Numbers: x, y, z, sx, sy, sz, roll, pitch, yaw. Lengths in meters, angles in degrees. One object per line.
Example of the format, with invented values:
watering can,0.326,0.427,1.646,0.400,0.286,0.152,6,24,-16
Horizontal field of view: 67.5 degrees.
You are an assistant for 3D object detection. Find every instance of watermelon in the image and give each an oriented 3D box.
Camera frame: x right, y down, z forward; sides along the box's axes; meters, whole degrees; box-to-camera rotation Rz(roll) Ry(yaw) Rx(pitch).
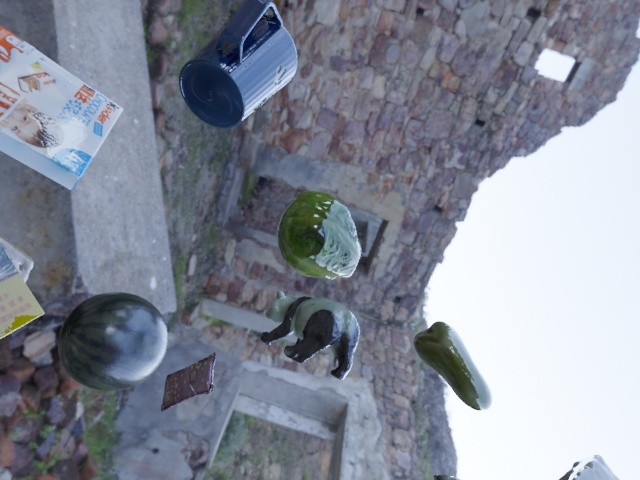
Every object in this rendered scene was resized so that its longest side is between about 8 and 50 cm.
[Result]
watermelon,-0.428,0.209,1.004,0.212,0.212,0.212,-161,-90,-89

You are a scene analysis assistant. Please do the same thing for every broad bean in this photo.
broad bean,0.349,0.316,1.236,0.121,0.263,0.189,-39,138,-4

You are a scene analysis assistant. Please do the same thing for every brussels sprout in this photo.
brussels sprout,0.000,0.000,1.359,0.219,0.271,0.210,-59,-164,-24

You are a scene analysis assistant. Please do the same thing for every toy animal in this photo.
toy animal,-0.026,0.155,0.857,0.225,0.094,0.121,6,-112,55

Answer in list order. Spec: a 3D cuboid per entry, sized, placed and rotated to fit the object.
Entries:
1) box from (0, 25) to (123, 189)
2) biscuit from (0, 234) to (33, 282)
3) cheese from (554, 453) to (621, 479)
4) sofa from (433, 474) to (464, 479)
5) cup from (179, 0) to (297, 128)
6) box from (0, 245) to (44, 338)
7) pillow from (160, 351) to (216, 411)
box,-0.536,-0.254,0.899,0.048,0.265,0.273,-39,-147,28
biscuit,-0.747,0.048,0.994,0.324,0.044,0.217,71,24,-53
cheese,0.351,0.480,0.692,0.332,0.153,0.292,-50,150,1
sofa,0.428,0.843,1.418,0.210,0.226,0.175,-63,160,-50
cup,-0.119,-0.266,0.710,0.155,0.131,0.176,-61,178,-38
box,-0.378,0.035,0.512,0.023,0.155,0.087,-20,-167,33
pillow,-0.358,0.391,1.316,0.185,0.043,0.118,-27,-136,18
